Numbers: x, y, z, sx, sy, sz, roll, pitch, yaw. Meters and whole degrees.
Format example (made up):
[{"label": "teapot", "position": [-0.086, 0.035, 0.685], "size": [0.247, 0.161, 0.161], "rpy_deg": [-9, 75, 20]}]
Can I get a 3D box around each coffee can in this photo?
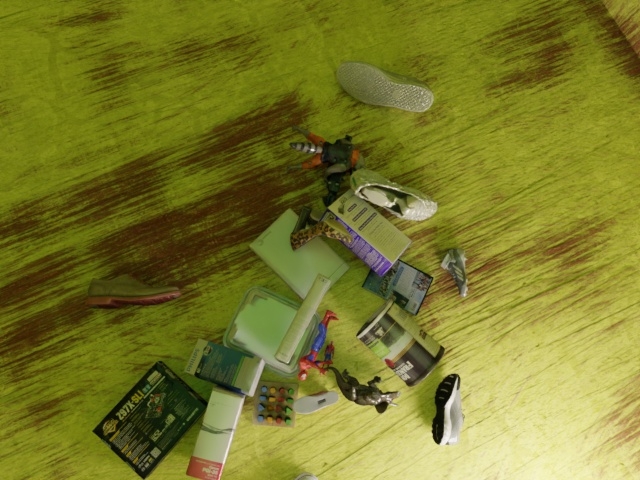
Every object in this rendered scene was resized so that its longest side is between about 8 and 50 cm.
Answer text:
[{"label": "coffee can", "position": [0.303, 0.388, 1.821], "size": [0.275, 0.201, 0.201], "rpy_deg": [43, 76, 6]}]

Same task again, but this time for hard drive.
[{"label": "hard drive", "position": [-0.083, 0.068, 1.940], "size": [0.353, 0.047, 0.233], "rpy_deg": [44, 76, 6]}]

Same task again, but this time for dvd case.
[{"label": "dvd case", "position": [0.321, 0.173, 1.968], "size": [0.253, 0.022, 0.180], "rpy_deg": [28, 74, 2]}]

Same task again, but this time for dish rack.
[{"label": "dish rack", "position": [-0.186, 0.350, 1.849], "size": [0.333, 0.072, 0.285], "rpy_deg": [24, 76, 2]}]

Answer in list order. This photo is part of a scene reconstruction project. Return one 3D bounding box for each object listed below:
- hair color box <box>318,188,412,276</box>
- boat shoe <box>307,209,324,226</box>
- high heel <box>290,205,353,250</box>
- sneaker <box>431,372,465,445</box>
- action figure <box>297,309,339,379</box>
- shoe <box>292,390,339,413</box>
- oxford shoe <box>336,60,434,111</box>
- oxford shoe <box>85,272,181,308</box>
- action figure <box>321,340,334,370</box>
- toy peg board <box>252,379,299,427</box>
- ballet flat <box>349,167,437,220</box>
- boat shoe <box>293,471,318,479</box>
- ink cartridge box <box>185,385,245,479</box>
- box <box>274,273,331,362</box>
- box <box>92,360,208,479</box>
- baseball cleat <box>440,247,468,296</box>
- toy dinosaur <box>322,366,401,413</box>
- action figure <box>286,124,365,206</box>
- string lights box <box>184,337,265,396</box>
[{"label": "hair color box", "position": [0.180, -0.036, 1.923], "size": [0.339, 0.110, 0.185], "rpy_deg": [43, 46, 5]}, {"label": "boat shoe", "position": [0.041, -0.057, 1.985], "size": [0.206, 0.065, 0.075], "rpy_deg": [25, 38, -10]}, {"label": "high heel", "position": [0.000, 0.000, 1.845], "size": [0.261, 0.093, 0.186], "rpy_deg": [31, 110, 29]}, {"label": "sneaker", "position": [0.505, 0.651, 1.840], "size": [0.108, 0.100, 0.271], "rpy_deg": [16, 78, -16]}, {"label": "action figure", "position": [0.016, 0.419, 1.817], "size": [0.139, 0.091, 0.280], "rpy_deg": [23, 69, 24]}, {"label": "shoe", "position": [-0.023, 0.607, 1.786], "size": [0.178, 0.081, 0.063], "rpy_deg": [-10, 73, -18]}, {"label": "oxford shoe", "position": [0.288, -0.688, 2.130], "size": [0.450, 0.169, 0.130], "rpy_deg": [19, 34, 7]}, {"label": "oxford shoe", "position": [-0.709, 0.181, 1.812], "size": [0.349, 0.123, 0.130], "rpy_deg": [-2, 71, -8]}, {"label": "action figure", "position": [0.032, 0.450, 1.868], "size": [0.038, 0.030, 0.115], "rpy_deg": [14, 73, 3]}, {"label": "toy peg board", "position": [-0.167, 0.613, 1.780], "size": [0.161, 0.079, 0.161], "rpy_deg": [7, 75, -4]}, {"label": "ballet flat", "position": [0.300, -0.161, 1.950], "size": [0.409, 0.147, 0.146], "rpy_deg": [20, 75, -14]}, {"label": "boat shoe", "position": [-0.111, 0.998, 1.651], "size": [0.136, 0.156, 0.367], "rpy_deg": [32, 76, 2]}, {"label": "ink cartridge box", "position": [-0.362, 0.671, 1.679], "size": [0.117, 0.207, 0.282], "rpy_deg": [17, 75, -2]}, {"label": "box", "position": [-0.065, 0.288, 1.719], "size": [0.059, 0.232, 0.322], "rpy_deg": [29, 76, 4]}, {"label": "box", "position": [-0.607, 0.645, 1.729], "size": [0.257, 0.079, 0.322], "rpy_deg": [40, 76, 6]}, {"label": "baseball cleat", "position": [0.559, 0.134, 1.987], "size": [0.110, 0.072, 0.205], "rpy_deg": [-1, 71, 8]}, {"label": "toy dinosaur", "position": [0.145, 0.571, 1.795], "size": [0.314, 0.160, 0.121], "rpy_deg": [10, 42, 11]}, {"label": "action figure", "position": [0.028, -0.315, 1.979], "size": [0.331, 0.178, 0.341], "rpy_deg": [8, 79, -3]}, {"label": "string lights box", "position": [-0.352, 0.468, 1.761], "size": [0.260, 0.076, 0.133], "rpy_deg": [15, 65, 11]}]
